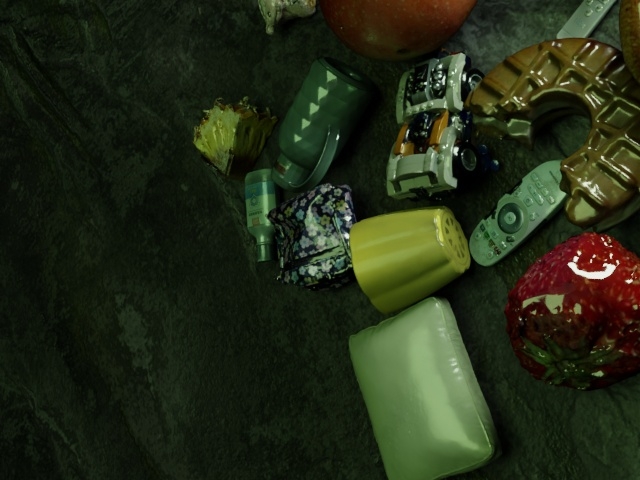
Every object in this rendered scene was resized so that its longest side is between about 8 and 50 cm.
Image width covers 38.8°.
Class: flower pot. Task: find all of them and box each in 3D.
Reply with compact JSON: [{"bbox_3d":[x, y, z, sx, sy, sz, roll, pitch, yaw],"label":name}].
[{"bbox_3d":[0.176,0.023,1.718,0.179,0.195,0.195,-21,72,26],"label":"flower pot"}]

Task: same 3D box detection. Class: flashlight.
[{"bbox_3d":[0.285,-0.130,1.732,0.121,0.035,0.057,-41,83,35],"label":"flashlight"}]

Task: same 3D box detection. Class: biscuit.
[{"bbox_3d":[0.434,-0.199,1.525,0.268,0.115,0.366,-46,57,9],"label":"biscuit"}]

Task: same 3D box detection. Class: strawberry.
[{"bbox_3d":[0.429,0.107,1.458,0.274,0.274,0.221,-12,47,39],"label":"strawberry"}]

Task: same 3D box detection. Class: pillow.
[{"bbox_3d":[0.185,0.292,1.714,0.255,0.119,0.323,-30,66,34],"label":"pillow"}]

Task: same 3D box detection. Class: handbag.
[{"bbox_3d":[0.000,0.000,1.901,0.228,0.126,0.208,-21,78,37],"label":"handbag"}]

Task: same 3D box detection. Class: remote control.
[{"bbox_3d":[0.364,-0.049,1.648,0.256,0.045,0.097,-45,56,32],"label":"remote control"},{"bbox_3d":[0.490,-0.416,1.592,0.184,0.027,0.050,-53,57,18],"label":"remote control"}]

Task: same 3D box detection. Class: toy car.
[{"bbox_3d":[0.209,-0.221,1.730,0.193,0.118,0.301,-8,70,50],"label":"toy car"}]

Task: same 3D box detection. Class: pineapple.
[{"bbox_3d":[-0.207,-0.234,2.130,0.236,0.114,0.186,-22,72,48],"label":"pineapple"}]

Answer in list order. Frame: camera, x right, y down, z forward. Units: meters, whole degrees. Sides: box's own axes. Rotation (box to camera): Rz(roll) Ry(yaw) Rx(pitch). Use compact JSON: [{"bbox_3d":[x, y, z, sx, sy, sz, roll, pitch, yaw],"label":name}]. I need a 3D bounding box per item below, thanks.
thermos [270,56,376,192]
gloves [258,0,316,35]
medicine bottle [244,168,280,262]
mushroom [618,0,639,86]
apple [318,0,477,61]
[{"bbox_3d":[-0.003,-0.226,1.911,0.287,0.144,0.182,-61,31,20],"label":"thermos"},{"bbox_3d":[-0.081,-0.537,2.054,0.144,0.094,0.111,-20,84,29],"label":"gloves"},{"bbox_3d":[-0.129,-0.055,2.064,0.090,0.053,0.209,-11,79,39],"label":"medicine bottle"},{"bbox_3d":[0.603,-0.326,1.320,0.345,0.259,0.346,1,92,22],"label":"mushroom"},{"bbox_3d":[0.141,-0.513,1.711,0.348,0.277,0.349,-20,57,33],"label":"apple"}]
